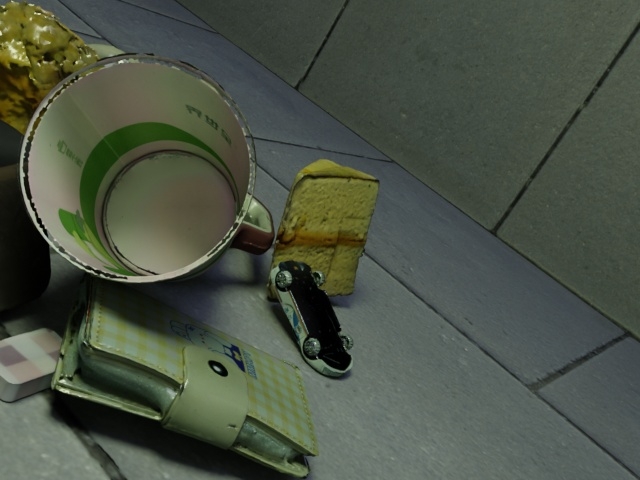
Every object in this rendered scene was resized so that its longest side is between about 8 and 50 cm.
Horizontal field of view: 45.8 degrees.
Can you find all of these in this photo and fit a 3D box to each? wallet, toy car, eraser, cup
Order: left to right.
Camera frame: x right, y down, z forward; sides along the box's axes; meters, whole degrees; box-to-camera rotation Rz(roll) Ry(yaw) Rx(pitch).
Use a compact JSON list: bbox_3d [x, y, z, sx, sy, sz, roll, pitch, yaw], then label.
[{"bbox_3d":[-0.384,0.017,0.779,0.042,0.165,0.309,-2,11,18],"label":"wallet"},{"bbox_3d":[-0.311,0.130,0.806,0.065,0.026,0.105,35,19,18],"label":"eraser"},{"bbox_3d":[-0.200,-0.060,0.928,0.253,0.253,0.274,32,-10,2],"label":"cup"},{"bbox_3d":[-0.146,0.153,0.890,0.309,0.077,0.223,29,10,-22],"label":"wallet"},{"bbox_3d":[-0.014,0.122,1.193,0.095,0.056,0.205,2,59,-51],"label":"toy car"}]

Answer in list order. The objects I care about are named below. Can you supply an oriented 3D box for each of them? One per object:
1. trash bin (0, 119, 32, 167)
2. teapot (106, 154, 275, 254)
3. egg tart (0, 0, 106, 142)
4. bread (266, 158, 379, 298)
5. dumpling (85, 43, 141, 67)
[{"bbox_3d":[-0.485,-0.087,0.855,0.209,0.182,0.290,26,10,21],"label":"trash bin"},{"bbox_3d":[-0.204,-0.089,1.239,0.315,0.233,0.312,38,12,-6],"label":"teapot"},{"bbox_3d":[-0.434,-0.191,1.055,0.297,0.297,0.132,18,41,-34],"label":"egg tart"},{"bbox_3d":[0.000,0.000,1.287,0.135,0.240,0.178,19,20,11],"label":"bread"},{"bbox_3d":[-0.407,-0.296,1.489,0.318,0.187,0.243,26,22,-4],"label":"dumpling"}]
